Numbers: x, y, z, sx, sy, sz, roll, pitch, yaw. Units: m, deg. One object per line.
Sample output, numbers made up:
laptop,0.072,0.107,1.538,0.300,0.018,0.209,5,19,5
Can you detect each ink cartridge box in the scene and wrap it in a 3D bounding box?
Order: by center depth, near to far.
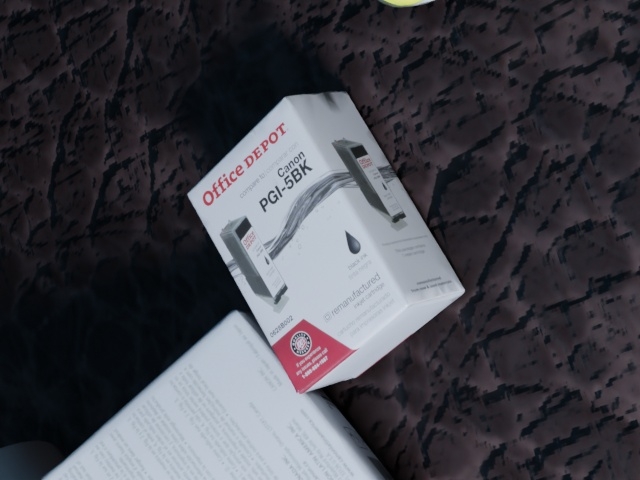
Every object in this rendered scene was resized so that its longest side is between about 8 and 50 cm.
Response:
ink cartridge box,0.000,0.000,0.846,0.099,0.056,0.135,-42,71,35
ink cartridge box,-0.071,0.181,0.864,0.232,0.066,0.189,-43,68,6

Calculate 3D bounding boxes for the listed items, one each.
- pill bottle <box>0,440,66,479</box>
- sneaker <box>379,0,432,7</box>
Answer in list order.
pill bottle,-0.142,0.268,0.932,0.278,0.162,0.162,52,124,22
sneaker,0.066,-0.203,0.742,0.081,0.094,0.208,45,123,23
